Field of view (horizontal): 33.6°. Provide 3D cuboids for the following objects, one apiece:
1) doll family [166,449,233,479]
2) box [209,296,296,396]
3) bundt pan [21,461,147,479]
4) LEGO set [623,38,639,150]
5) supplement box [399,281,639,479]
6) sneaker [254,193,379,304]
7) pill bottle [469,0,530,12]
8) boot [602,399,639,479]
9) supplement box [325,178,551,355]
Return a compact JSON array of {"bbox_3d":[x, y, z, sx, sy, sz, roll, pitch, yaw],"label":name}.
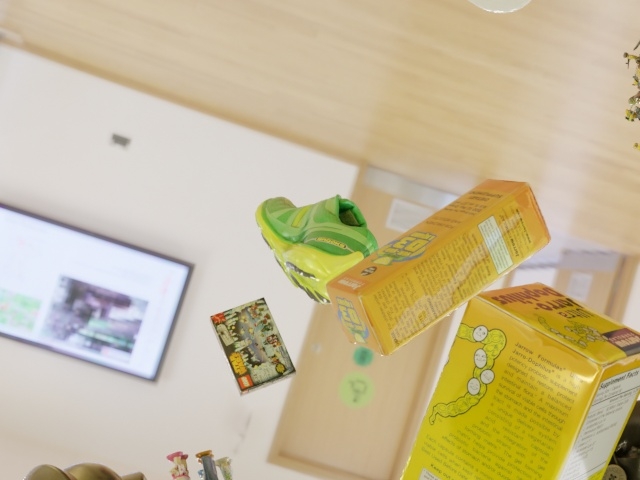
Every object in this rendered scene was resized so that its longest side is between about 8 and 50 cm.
[{"bbox_3d":[-0.194,0.492,2.029,0.118,0.163,0.263,-21,154,7],"label":"doll family"},{"bbox_3d":[-0.107,0.166,1.664,0.094,0.137,0.027,-20,157,-14],"label":"box"},{"bbox_3d":[-0.221,0.350,1.041,0.331,0.124,0.331,23,-149,-15],"label":"bundt pan"},{"bbox_3d":[0.654,-0.296,2.064,0.192,0.255,0.331,18,-144,-1],"label":"LEGO set"},{"bbox_3d":[0.257,0.258,1.379,0.195,0.356,0.194,29,-160,33],"label":"supplement box"},{"bbox_3d":[0.000,0.000,1.402,0.109,0.123,0.295,61,171,-23],"label":"sneaker"},{"bbox_3d":[0.362,-0.533,1.709,0.204,0.361,0.204,30,148,21],"label":"pill bottle"},{"bbox_3d":[0.484,0.416,1.567,0.445,0.367,0.146,-11,172,20],"label":"boot"},{"bbox_3d":[0.124,0.024,1.099,0.078,0.233,0.080,13,133,60],"label":"supplement box"}]
